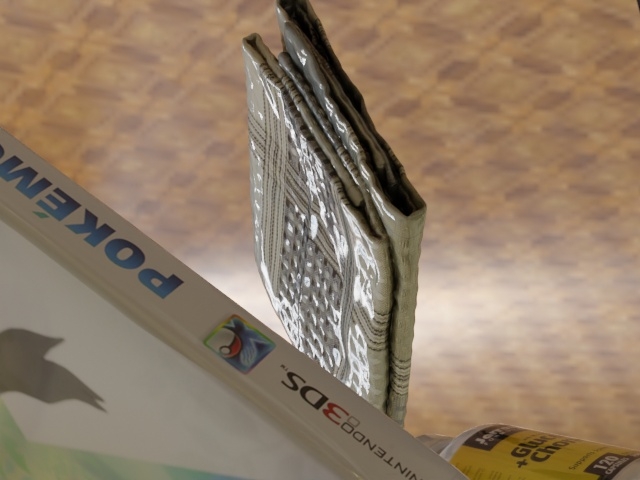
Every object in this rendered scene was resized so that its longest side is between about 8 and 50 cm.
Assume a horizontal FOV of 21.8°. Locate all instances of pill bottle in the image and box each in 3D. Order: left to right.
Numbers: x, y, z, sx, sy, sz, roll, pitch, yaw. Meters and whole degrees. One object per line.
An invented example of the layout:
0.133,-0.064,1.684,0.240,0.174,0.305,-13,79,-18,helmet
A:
0.121,0.159,0.940,0.103,0.103,0.184,23,169,-39,pill bottle

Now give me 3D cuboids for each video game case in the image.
-0.118,0.110,0.661,0.300,0.036,0.329,36,135,14,video game case

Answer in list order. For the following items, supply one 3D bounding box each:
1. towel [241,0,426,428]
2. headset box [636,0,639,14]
0.000,0.000,1.367,0.056,0.312,0.324,-10,133,-15,towel
0.231,-0.201,0.719,0.131,0.246,0.283,-16,-175,-11,headset box
